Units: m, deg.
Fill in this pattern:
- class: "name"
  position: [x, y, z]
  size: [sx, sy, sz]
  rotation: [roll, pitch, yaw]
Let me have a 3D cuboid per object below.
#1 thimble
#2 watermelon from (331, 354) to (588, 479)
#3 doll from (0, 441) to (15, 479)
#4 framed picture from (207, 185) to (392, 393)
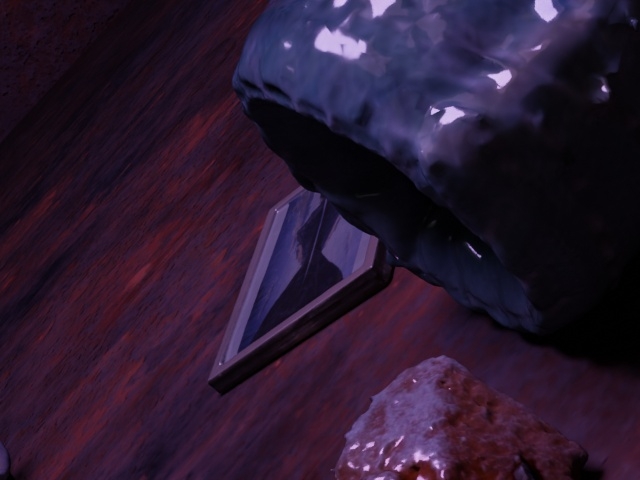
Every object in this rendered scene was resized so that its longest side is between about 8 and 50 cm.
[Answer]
- class: "thimble"
  position: [0.071, -0.065, 0.609]
  size: [0.143, 0.198, 0.235]
  rotation: [-51, 13, -9]
- class: "watermelon"
  position: [0.037, 0.134, 0.478]
  size: [0.154, 0.094, 0.241]
  rotation: [-26, 24, 30]
- class: "doll"
  position: [-0.250, 0.188, 0.940]
  size: [0.145, 0.103, 0.316]
  rotation: [-53, 14, -5]
- class: "framed picture"
  position: [0.000, 0.000, 0.913]
  size: [0.150, 0.015, 0.203]
  rotation: [-35, 22, 31]
